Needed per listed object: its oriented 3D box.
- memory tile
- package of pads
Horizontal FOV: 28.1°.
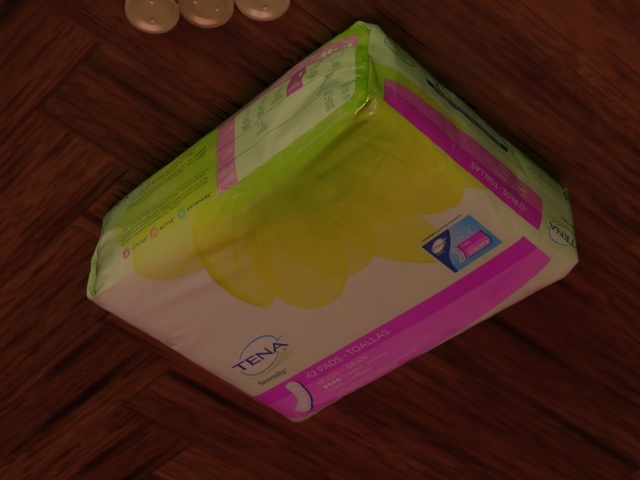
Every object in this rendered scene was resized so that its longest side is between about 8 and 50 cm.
[{"bbox_3d":[-0.086,-0.194,0.798,0.113,0.012,0.148,-6,136,9],"label":"memory tile"},{"bbox_3d":[0.000,0.000,0.931,0.296,0.101,0.229,-34,126,31],"label":"package of pads"}]
